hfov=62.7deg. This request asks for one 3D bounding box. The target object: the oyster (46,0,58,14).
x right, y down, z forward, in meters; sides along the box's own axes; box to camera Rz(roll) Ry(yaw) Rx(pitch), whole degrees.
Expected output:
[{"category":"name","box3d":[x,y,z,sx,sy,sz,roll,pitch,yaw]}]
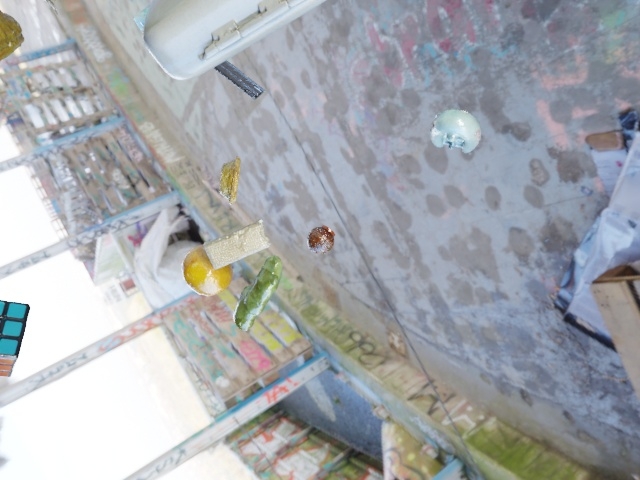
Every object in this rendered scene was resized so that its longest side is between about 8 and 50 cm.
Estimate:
[{"category":"oyster","box3d":[-0.504,-0.511,0.968,0.233,0.107,0.161,-124,54,-69]}]

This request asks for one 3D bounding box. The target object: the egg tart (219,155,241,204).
[{"category":"egg tart","box3d":[-0.342,-0.229,1.981,0.191,0.074,0.191,-173,90,-79]}]

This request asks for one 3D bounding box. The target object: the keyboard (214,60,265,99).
[{"category":"keyboard","box3d":[-0.248,-0.465,1.456,0.202,0.011,0.067,34,152,-23]}]

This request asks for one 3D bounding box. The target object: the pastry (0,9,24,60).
[{"category":"pastry","box3d":[-0.834,-0.465,1.242,0.132,0.240,0.235,54,-150,-47]}]

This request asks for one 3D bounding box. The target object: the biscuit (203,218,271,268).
[{"category":"biscuit","box3d":[-0.306,0.014,1.945,0.062,0.239,0.108,-139,26,-76]}]

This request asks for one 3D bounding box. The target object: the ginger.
[{"category":"ginger","box3d":[-0.212,0.176,1.753,0.089,0.137,0.290,28,120,-11]}]

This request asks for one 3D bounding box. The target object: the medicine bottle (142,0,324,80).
[{"category":"medicine bottle","box3d":[-0.116,-0.424,0.857,0.123,0.375,0.282,49,-154,-39]}]

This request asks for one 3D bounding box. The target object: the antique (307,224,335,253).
[{"category":"antique","box3d":[0.000,0.000,1.849,0.104,0.104,0.104,45,151,34]}]

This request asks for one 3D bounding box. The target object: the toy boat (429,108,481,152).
[{"category":"toy boat","box3d":[0.356,-0.276,1.404,0.134,0.078,0.207,17,174,12]}]

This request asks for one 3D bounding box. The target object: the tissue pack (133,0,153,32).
[{"category":"tissue pack","box3d":[-0.420,-0.675,1.600,0.263,0.177,0.089,30,160,32]}]

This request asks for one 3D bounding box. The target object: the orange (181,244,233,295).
[{"category":"orange","box3d":[-0.463,0.120,2.166,0.193,0.219,0.219,-30,88,32]}]

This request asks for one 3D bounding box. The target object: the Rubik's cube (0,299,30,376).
[{"category":"Rubik's cube","box3d":[-0.878,0.255,1.387,0.163,0.161,0.162,-42,43,45]}]
